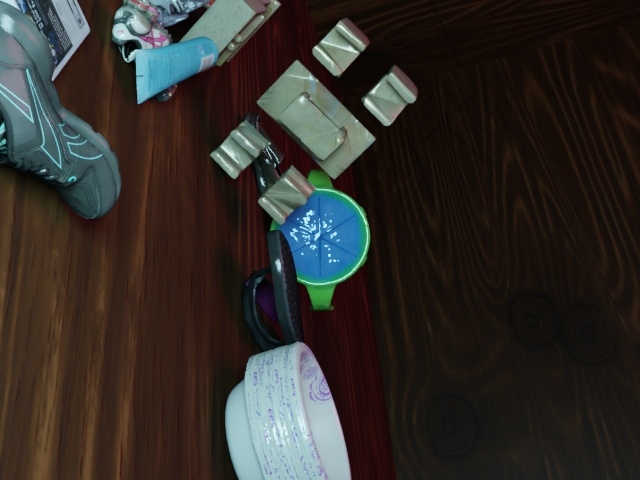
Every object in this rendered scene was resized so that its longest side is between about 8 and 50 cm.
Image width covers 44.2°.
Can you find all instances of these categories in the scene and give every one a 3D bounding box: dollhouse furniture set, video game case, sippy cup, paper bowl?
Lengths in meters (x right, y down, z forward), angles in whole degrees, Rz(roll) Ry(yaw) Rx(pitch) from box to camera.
[{"bbox_3d":[-0.065,-0.310,1.579,0.394,0.362,0.256,44,19,-9],"label":"dollhouse furniture set"},{"bbox_3d":[-0.343,-0.305,0.933,0.173,0.022,0.190,-89,163,-56],"label":"video game case"},{"bbox_3d":[0.000,0.000,1.910,0.240,0.305,0.224,34,-4,4],"label":"sippy cup"},{"bbox_3d":[-0.058,0.320,1.291,0.284,0.148,0.284,-17,90,-81],"label":"paper bowl"}]

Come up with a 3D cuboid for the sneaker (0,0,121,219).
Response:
[{"bbox_3d":[-0.297,-0.105,0.797,0.267,0.101,0.106,68,35,-45],"label":"sneaker"}]

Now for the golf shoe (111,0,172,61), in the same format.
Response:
[{"bbox_3d":[-0.281,-0.310,1.206,0.086,0.068,0.186,-61,176,-4],"label":"golf shoe"}]

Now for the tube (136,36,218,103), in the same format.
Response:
[{"bbox_3d":[-0.230,-0.277,1.239,0.207,0.052,0.080,-48,141,-59],"label":"tube"}]

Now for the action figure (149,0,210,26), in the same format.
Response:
[{"bbox_3d":[-0.288,-0.501,1.286,0.185,0.099,0.285,-77,149,-57],"label":"action figure"}]

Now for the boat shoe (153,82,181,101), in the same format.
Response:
[{"bbox_3d":[-0.253,-0.275,1.308,0.133,0.049,0.042,-79,150,-51],"label":"boat shoe"}]

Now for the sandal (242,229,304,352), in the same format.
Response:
[{"bbox_3d":[-0.090,0.163,1.549,0.445,0.107,0.167,84,0,-46],"label":"sandal"}]

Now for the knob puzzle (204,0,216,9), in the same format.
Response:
[{"bbox_3d":[-0.261,-0.599,1.745,0.213,0.030,0.213,-13,90,-80],"label":"knob puzzle"}]

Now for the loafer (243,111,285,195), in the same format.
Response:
[{"bbox_3d":[-0.121,-0.200,1.846,0.080,0.078,0.220,-70,146,-72],"label":"loafer"}]
